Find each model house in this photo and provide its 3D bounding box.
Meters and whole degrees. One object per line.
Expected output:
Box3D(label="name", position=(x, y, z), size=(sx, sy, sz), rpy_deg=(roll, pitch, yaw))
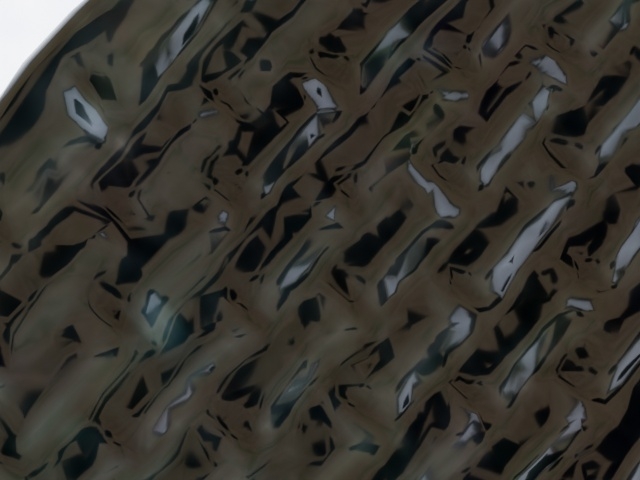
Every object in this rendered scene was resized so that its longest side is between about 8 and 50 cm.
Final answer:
Box3D(label="model house", position=(0.000, 0.000, 0.417), size=(0.241, 0.261, 0.226), rpy_deg=(46, -8, -38))
